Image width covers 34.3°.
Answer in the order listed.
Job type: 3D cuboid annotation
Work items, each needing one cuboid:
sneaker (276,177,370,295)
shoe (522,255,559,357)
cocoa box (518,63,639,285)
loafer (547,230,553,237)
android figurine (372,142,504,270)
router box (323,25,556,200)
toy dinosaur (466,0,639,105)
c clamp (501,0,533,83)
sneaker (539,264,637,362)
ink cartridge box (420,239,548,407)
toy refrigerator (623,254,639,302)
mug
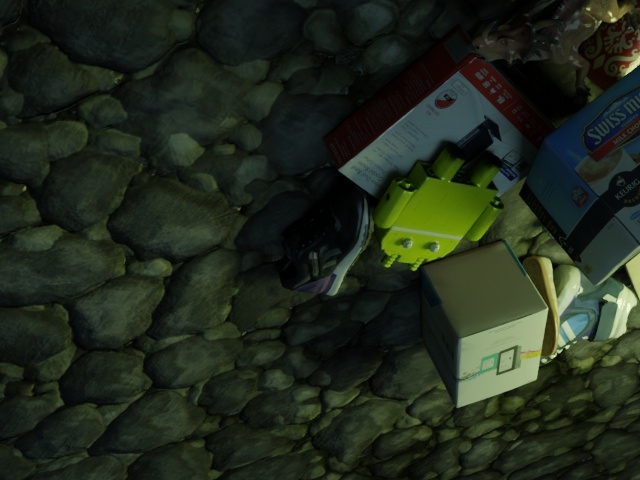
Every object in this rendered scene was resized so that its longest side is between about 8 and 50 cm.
[{"bbox_3d":[0.000,0.000,1.878,0.124,0.107,0.283,2,135,-20],"label":"sneaker"},{"bbox_3d":[0.480,0.140,2.216,0.076,0.219,0.058,-8,176,42],"label":"shoe"},{"bbox_3d":[0.505,-0.104,1.741,0.231,0.228,0.347,-37,167,-5],"label":"cocoa box"},{"bbox_3d":[0.520,-0.050,2.135,0.125,0.045,0.039,-28,125,-5],"label":"loafer"},{"bbox_3d":[0.201,-0.049,1.827,0.248,0.056,0.273,9,129,-35],"label":"android figurine"},{"bbox_3d":[0.223,-0.171,1.807,0.301,0.082,0.335,-39,139,18],"label":"router box"},{"bbox_3d":[0.386,-0.351,1.600,0.295,0.127,0.200,-50,139,1],"label":"toy dinosaur"},{"bbox_3d":[0.362,-0.349,1.728,0.137,0.022,0.161,25,123,-37],"label":"c clamp"},{"bbox_3d":[0.570,0.210,2.342,0.236,0.130,0.322,20,120,-18],"label":"sneaker"},{"bbox_3d":[0.335,0.178,2.170,0.197,0.198,0.270,-18,142,-9],"label":"ink cartridge box"},{"bbox_3d":[0.729,0.048,2.310,0.102,0.094,0.269,-25,141,13],"label":"toy refrigerator"},{"bbox_3d":[0.517,-0.349,1.762,0.113,0.150,0.169,36,114,-7],"label":"mug"}]
